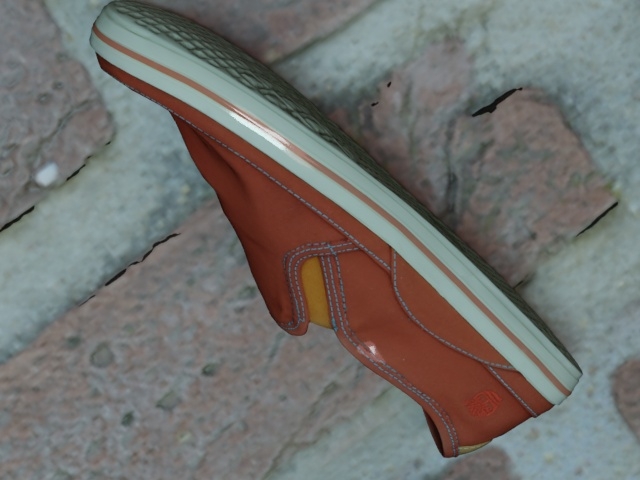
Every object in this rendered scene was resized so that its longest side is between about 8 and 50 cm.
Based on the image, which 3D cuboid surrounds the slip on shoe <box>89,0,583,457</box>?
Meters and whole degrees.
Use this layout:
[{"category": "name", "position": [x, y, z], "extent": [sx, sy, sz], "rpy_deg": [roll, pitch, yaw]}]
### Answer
[{"category": "slip on shoe", "position": [0.000, 0.000, 0.874], "extent": [0.101, 0.123, 0.331], "rpy_deg": [-45, 111, 8]}]
